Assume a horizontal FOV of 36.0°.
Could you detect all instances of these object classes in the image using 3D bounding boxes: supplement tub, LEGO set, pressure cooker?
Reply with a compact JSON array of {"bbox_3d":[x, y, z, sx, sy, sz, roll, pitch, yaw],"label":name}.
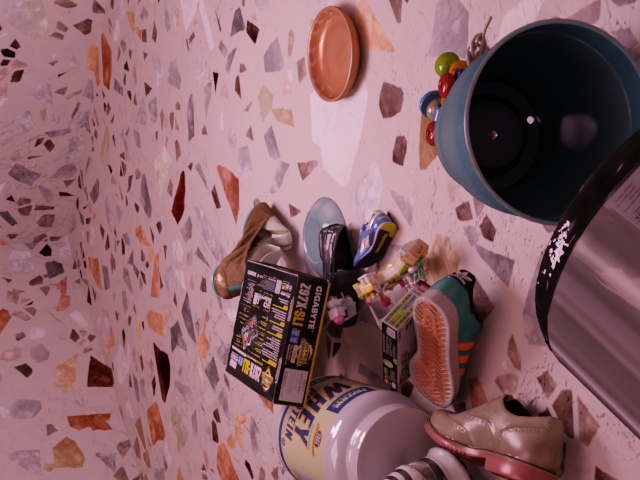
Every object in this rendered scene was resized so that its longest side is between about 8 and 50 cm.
[{"bbox_3d":[0.076,0.398,1.921,0.325,0.235,0.235,1,96,62],"label":"supplement tub"},{"bbox_3d":[0.145,0.094,1.871,0.287,0.132,0.107,-37,74,43],"label":"LEGO set"},{"bbox_3d":[0.464,0.102,0.959,0.420,0.375,0.370,47,133,41],"label":"pressure cooker"}]

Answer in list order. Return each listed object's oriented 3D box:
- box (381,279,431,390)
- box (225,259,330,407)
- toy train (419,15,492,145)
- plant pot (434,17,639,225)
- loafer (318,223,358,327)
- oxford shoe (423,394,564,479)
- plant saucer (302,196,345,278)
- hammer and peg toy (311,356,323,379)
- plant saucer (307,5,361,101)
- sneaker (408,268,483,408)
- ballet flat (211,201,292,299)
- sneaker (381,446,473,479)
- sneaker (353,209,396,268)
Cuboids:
[{"bbox_3d":[0.159,0.175,1.778,0.036,0.114,0.207,32,150,26],"label":"box"},{"bbox_3d":[-0.096,0.184,2.046,0.322,0.079,0.257,-170,90,-67],"label":"box"},{"bbox_3d":[0.235,-0.280,1.652,0.143,0.105,0.248,-112,29,-55],"label":"toy train"},{"bbox_3d":[0.290,-0.158,1.409,0.255,0.271,0.272,-171,77,-78],"label":"plant pot"},{"bbox_3d":[0.046,0.075,2.091,0.078,0.076,0.223,-11,88,57],"label":"loafer"},{"bbox_3d":[0.297,0.321,1.653,0.348,0.123,0.130,8,75,64],"label":"oxford shoe"},{"bbox_3d":[0.000,0.000,2.210,0.195,0.037,0.195,19,112,60],"label":"plant saucer"},{"bbox_3d":[-0.073,0.208,2.293,0.361,0.127,0.266,8,100,62],"label":"hammer and peg toy"},{"bbox_3d":[0.032,-0.393,2.076,0.200,0.037,0.200,15,108,61],"label":"plant saucer"},{"bbox_3d":[0.233,0.178,1.742,0.108,0.121,0.302,34,146,30],"label":"sneaker"},{"bbox_3d":[-0.140,0.019,2.323,0.124,0.342,0.116,-4,119,23],"label":"ballet flat"},{"bbox_3d":[0.174,0.611,1.708,0.169,0.257,0.448,-13,94,62],"label":"sneaker"},{"bbox_3d":[0.105,-0.001,1.992,0.144,0.053,0.059,-60,44,36],"label":"sneaker"}]
